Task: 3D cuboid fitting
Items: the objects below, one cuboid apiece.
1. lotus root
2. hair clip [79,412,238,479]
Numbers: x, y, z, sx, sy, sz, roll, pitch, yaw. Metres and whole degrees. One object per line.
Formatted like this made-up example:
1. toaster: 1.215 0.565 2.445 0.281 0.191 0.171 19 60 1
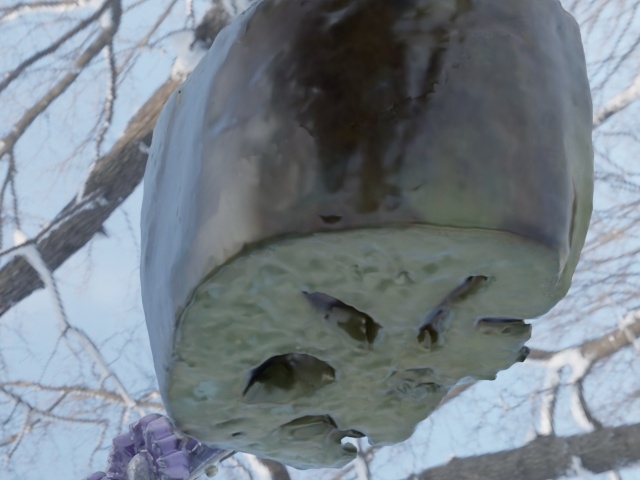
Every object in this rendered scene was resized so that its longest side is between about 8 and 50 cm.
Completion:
1. lotus root: 0.000 0.000 0.410 0.138 0.235 0.119 15 -127 -20
2. hair clip: -0.167 0.234 0.934 0.085 0.292 0.106 7 -132 -53
